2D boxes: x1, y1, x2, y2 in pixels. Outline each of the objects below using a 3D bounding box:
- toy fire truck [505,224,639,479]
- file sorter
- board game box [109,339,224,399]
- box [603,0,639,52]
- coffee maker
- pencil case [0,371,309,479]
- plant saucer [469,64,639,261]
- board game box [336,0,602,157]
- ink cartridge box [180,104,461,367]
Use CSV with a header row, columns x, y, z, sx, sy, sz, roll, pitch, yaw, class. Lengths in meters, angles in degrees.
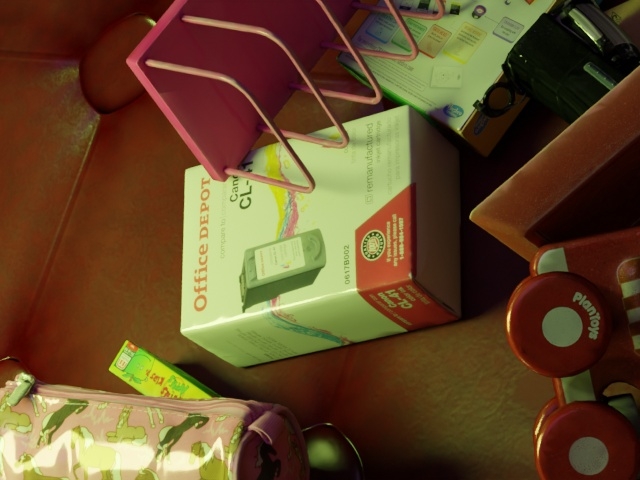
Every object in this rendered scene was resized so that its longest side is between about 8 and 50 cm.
x,y,z,sx,sy,sz,roll,pitch,yaw,class
0.319,0.126,1.712,0.254,0.169,0.302,-13,88,6,toy fire truck
-0.024,-0.222,1.958,0.182,0.202,0.291,16,61,43,file sorter
-0.153,0.184,2.050,0.181,0.092,0.043,29,87,39,board game box
0.366,-0.199,1.941,0.201,0.021,0.164,-22,58,22,box
0.289,-0.151,1.891,0.171,0.120,0.178,-55,49,17,coffee maker
-0.197,0.240,1.916,0.386,0.167,0.160,3,60,30,pencil case
0.297,-0.063,1.778,0.258,0.259,0.048,-41,65,10,plant saucer
0.195,-0.280,2.048,0.316,0.064,0.242,-53,45,0,board game box
0.000,0.000,2.016,0.306,0.131,0.226,-14,61,26,ink cartridge box
